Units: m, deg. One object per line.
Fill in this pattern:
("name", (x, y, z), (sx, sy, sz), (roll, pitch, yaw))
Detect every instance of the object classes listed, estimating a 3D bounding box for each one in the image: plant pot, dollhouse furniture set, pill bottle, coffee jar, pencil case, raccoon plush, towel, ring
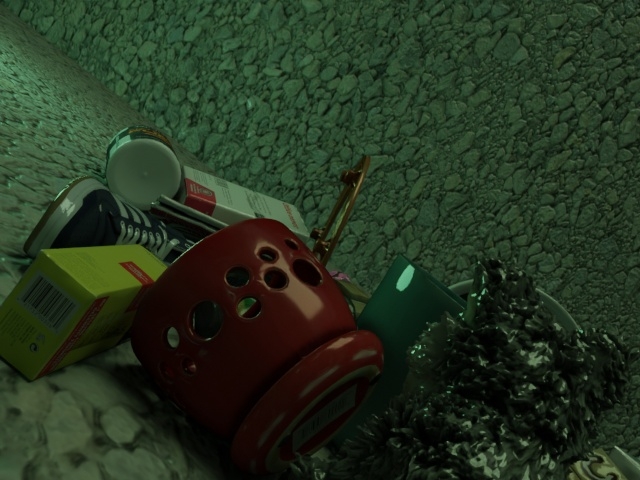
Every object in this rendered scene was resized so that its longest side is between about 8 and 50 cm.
("plant pot", (-0.050, 0.101, 0.702), (0.174, 0.191, 0.191), (44, 6, 27))
("dollhouse furniture set", (0.024, 0.148, 1.332), (0.144, 0.123, 0.151), (19, 13, -40))
("pill bottle", (-0.333, -0.144, 1.423), (0.130, 0.130, 0.245), (37, 3, -22))
("coffee jar", (-0.056, 0.101, 0.914), (0.184, 0.079, 0.096), (0, 16, -20))
("plant pot", (0.143, 0.196, 0.978), (0.293, 0.235, 0.293), (38, 5, -4))
("pencil case", (0.036, 0.124, 1.940), (0.095, 0.098, 0.209), (38, 3, -2))
("raccoon plush", (0.151, 0.200, 0.521), (0.216, 0.299, 0.446), (37, 4, -24))
("towel", (-0.141, 0.012, 1.157), (0.237, 0.037, 0.329), (24, -8, -7))
("ring", (0.000, 0.000, 1.322), (0.032, 0.336, 0.336), (26, 5, -4))

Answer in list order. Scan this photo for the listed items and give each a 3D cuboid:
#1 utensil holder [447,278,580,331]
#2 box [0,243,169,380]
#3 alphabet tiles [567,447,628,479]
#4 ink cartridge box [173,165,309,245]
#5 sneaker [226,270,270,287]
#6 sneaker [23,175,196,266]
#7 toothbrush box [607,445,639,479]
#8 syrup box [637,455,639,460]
("utensil holder", (0.307, 0.235, 1.459), (0.328, 0.327, 0.385), (38, 2, 7))
("box", (-0.196, 0.053, 0.668), (0.058, 0.087, 0.232), (39, 3, 4))
("alphabet tiles", (0.323, 0.358, 0.776), (0.285, 0.011, 0.342), (-7, 36, -20))
("ink cartridge box", (-0.157, -0.034, 1.419), (0.237, 0.100, 0.172), (19, 17, -20))
("sneaker", (-0.046, 0.136, 1.098), (0.283, 0.110, 0.122), (25, 16, -30))
("sneaker", (-0.217, 0.013, 0.863), (0.153, 0.099, 0.282), (36, 1, -2))
("toothbrush box", (0.414, 0.418, 1.029), (0.126, 0.216, 0.295), (41, 4, 41))
("syrup box", (0.504, 0.458, 1.217), (0.093, 0.237, 0.096), (35, 3, -31))
